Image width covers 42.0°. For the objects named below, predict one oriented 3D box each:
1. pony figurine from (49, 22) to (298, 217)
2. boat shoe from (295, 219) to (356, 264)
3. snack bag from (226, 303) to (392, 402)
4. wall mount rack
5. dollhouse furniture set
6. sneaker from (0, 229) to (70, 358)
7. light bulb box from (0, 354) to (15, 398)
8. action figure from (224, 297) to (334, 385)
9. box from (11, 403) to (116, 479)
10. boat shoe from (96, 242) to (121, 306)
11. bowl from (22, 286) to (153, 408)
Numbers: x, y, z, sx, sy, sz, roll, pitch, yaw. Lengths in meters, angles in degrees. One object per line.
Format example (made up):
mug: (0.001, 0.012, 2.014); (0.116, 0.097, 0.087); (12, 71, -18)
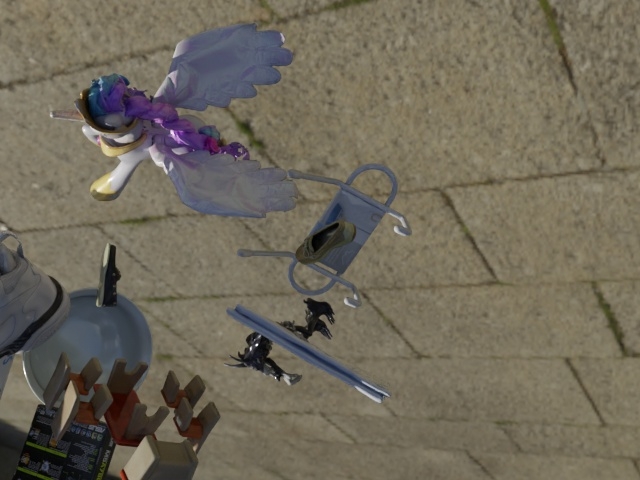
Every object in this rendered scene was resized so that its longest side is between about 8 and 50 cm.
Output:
pony figurine: (-0.223, -0.160, 1.312); (0.350, 0.303, 0.363); (-3, 170, -10)
boat shoe: (0.001, 0.002, 1.626); (0.153, 0.056, 0.048); (-25, 147, 38)
snack bag: (-0.012, 0.210, 1.588); (0.323, 0.037, 0.342); (29, 175, 6)
wall mount rack: (0.008, -0.017, 1.740); (0.304, 0.130, 0.350); (27, 112, -18)
dollhouse furniture set: (-0.302, 0.318, 1.354); (0.262, 0.135, 0.259); (18, -160, -37)
sneaker: (-0.560, 0.138, 1.239); (0.137, 0.366, 0.210); (36, 155, 29)
light bulb box: (-0.910, 0.199, 1.936); (0.361, 0.225, 0.358); (43, 127, 16)
action figure: (-0.080, 0.244, 1.918); (0.141, 0.275, 0.164); (46, 144, 20)
box: (-0.490, 0.423, 1.592); (0.190, 0.184, 0.045); (7, 166, 28)
boat shoe: (-0.436, 0.072, 1.727); (0.042, 0.133, 0.049); (5, 180, -27)
bowl: (-0.553, 0.253, 1.936); (0.297, 0.298, 0.134); (31, 164, -29)
